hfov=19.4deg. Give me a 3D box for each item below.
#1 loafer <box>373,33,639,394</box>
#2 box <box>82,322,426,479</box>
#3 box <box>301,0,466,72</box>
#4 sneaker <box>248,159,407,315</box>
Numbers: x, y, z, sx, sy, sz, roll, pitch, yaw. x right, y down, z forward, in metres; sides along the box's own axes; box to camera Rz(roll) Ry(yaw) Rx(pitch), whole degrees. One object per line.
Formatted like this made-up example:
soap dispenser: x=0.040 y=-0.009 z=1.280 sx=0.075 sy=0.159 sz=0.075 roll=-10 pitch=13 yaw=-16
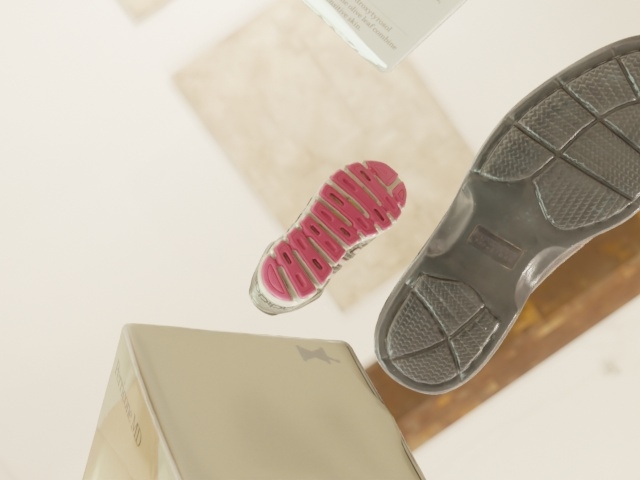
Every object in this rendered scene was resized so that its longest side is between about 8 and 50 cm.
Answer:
loafer: x=0.142 y=-0.028 z=1.271 sx=0.109 sy=0.302 sz=0.095 roll=38 pitch=-159 yaw=-5
box: x=-0.060 y=0.207 z=0.899 sx=0.121 sy=0.311 sz=0.148 roll=6 pitch=-154 yaw=-22
box: x=0.024 y=-0.142 z=0.724 sx=0.102 sy=0.087 sz=0.101 roll=41 pitch=-153 yaw=-14
sneaker: x=0.000 y=0.000 z=1.461 sx=0.063 sy=0.170 sz=0.075 roll=45 pitch=146 yaw=-2
